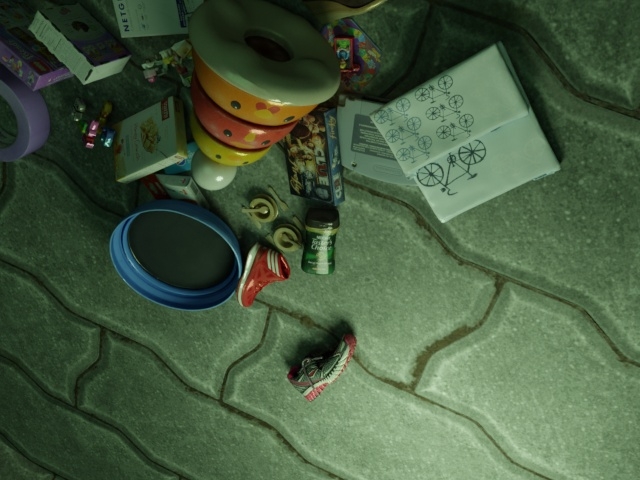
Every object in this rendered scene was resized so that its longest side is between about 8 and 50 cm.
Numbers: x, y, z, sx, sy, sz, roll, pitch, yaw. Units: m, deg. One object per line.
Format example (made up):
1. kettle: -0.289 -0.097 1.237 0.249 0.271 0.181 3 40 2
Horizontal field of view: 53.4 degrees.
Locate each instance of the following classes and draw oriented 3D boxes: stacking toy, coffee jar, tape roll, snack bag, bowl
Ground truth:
1. stacking toy: -0.191 -0.295 1.521 0.351 0.350 0.480 34 133 2
2. coffee jar: 0.000 0.000 1.727 0.096 0.079 0.184 5 120 -1
3. tape roll: -0.954 -0.379 1.908 0.275 0.090 0.274 10 120 18
4. snack bag: 0.331 -0.224 1.448 0.323 0.037 0.342 -26 112 20
5. bowl: -0.418 0.044 1.872 0.391 0.077 0.391 4 130 5

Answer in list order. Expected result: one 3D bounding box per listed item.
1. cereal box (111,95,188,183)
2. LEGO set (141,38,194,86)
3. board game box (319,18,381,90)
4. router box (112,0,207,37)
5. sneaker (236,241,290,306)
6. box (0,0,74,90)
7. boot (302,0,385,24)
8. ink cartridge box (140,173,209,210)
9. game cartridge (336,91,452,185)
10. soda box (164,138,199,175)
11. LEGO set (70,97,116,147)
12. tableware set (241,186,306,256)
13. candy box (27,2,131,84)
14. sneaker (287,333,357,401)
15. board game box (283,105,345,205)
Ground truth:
1. cereal box: -0.470 -0.273 1.743 0.240 0.047 0.173 -18 72 29
2. LEGO set: -0.330 -0.435 1.575 0.287 0.132 0.107 8 126 56
3. board game box: 0.059 -0.434 1.500 0.168 0.033 0.133 46 124 -6
4. router box: -0.369 -0.666 1.518 0.301 0.082 0.335 3 118 21
5. sneaker: -0.165 0.123 1.863 0.128 0.087 0.221 22 124 11
6. box: -0.795 -0.539 1.689 0.293 0.201 0.057 42 124 -3
7. boot: 0.044 -0.593 1.371 0.248 0.090 0.207 -9 125 34
8. ink cartridge box: -0.424 -0.131 1.816 0.179 0.045 0.145 3 149 18
9. game cartridge: 0.178 -0.239 1.547 0.297 0.062 0.198 15 126 14
10. soda box: -0.339 -0.242 1.745 0.210 0.067 0.071 -12 111 27
11. LEGO set: -0.624 -0.342 1.780 0.227 0.087 0.093 49 119 44
12. tableware set: -0.131 -0.043 1.785 0.128 0.039 0.194 -34 101 32
13. candy box: -0.621 -0.514 1.653 0.196 0.165 0.070 45 122 -5
14. sneaker: 0.003 0.375 1.911 0.112 0.121 0.299 40 125 0
15. board game box: -0.022 -0.220 1.608 0.165 0.042 0.243 17 125 41
